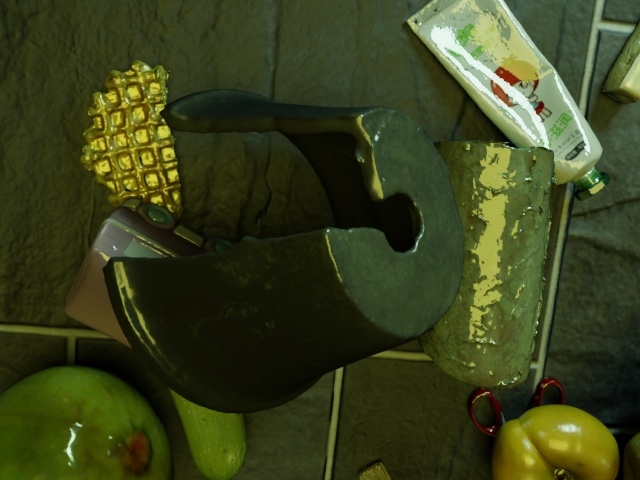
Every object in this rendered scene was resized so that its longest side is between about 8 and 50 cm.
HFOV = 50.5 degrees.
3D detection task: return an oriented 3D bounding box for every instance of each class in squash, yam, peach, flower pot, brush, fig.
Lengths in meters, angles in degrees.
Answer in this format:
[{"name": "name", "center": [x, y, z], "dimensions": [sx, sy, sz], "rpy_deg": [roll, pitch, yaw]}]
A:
[{"name": "squash", "center": [-0.149, 0.243, 0.929], "dimensions": [0.095, 0.095, 0.188], "rpy_deg": [-12, 106, -3]}, {"name": "yam", "center": [0.206, 0.022, 0.879], "dimensions": [0.168, 0.168, 0.304], "rpy_deg": [3, 101, -6]}, {"name": "peach", "center": [0.328, 0.312, 0.957], "dimensions": [0.179, 0.103, 0.179], "rpy_deg": [-1, 103, -4]}, {"name": "flower pot", "center": [0.000, 0.000, 0.731], "dimensions": [0.379, 0.251, 0.379], "rpy_deg": [11, 74, -45]}, {"name": "brush", "center": [0.110, 0.405, 1.016], "dimensions": [0.043, 0.014, 0.170], "rpy_deg": [-28, 103, 2]}, {"name": "fig", "center": [-0.345, 0.312, 0.850], "dimensions": [0.326, 0.258, 0.258], "rpy_deg": [-35, 102, 19]}]

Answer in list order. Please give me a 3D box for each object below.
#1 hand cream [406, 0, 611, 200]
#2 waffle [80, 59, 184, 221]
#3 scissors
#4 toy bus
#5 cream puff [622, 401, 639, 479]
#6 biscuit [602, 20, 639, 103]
[{"name": "hand cream", "center": [0.264, -0.197, 0.904], "dimensions": [0.121, 0.076, 0.336], "rpy_deg": [-39, 94, 1]}, {"name": "waffle", "center": [-0.225, -0.128, 0.874], "dimensions": [0.161, 0.046, 0.192], "rpy_deg": [25, 99, -8]}, {"name": "scissors", "center": [0.301, 0.330, 1.018], "dimensions": [0.144, 0.017, 0.247], "rpy_deg": [-8, 102, -3]}, {"name": "toy bus", "center": [-0.195, 0.061, 0.845], "dimensions": [0.202, 0.142, 0.142], "rpy_deg": [29, 118, -9]}, {"name": "cream puff", "center": [0.532, 0.338, 0.907], "dimensions": [0.378, 0.275, 0.378], "rpy_deg": [12, 69, -32]}, {"name": "biscuit", "center": [0.451, -0.271, 0.903], "dimensions": [0.052, 0.056, 0.188], "rpy_deg": [29, 98, -10]}]
